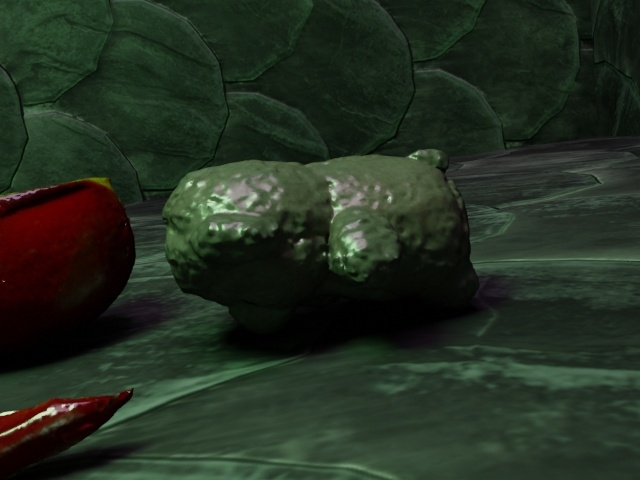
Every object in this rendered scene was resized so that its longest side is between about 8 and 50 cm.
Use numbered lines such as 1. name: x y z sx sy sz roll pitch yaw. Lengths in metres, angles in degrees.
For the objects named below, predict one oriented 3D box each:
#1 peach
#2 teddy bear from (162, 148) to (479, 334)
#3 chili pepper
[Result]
1. peach: -0.296 0.028 0.619 0.267 0.159 0.154 -12 0 -37
2. teddy bear: 0.001 -0.001 0.592 0.267 0.151 0.236 -10 8 -22
3. chili pepper: -0.236 0.122 0.369 0.267 0.051 0.059 -7 -18 -13
